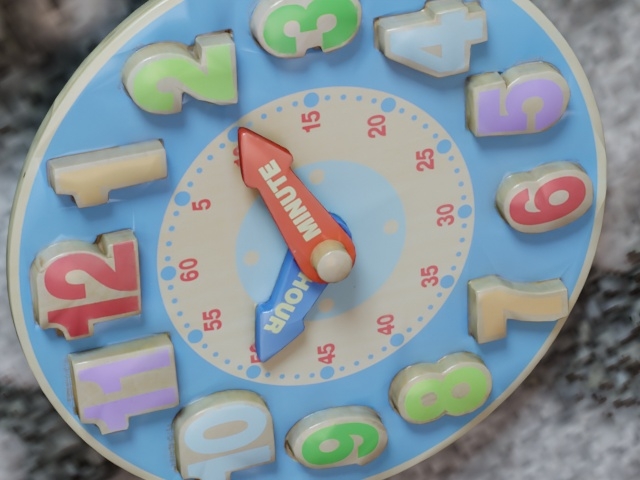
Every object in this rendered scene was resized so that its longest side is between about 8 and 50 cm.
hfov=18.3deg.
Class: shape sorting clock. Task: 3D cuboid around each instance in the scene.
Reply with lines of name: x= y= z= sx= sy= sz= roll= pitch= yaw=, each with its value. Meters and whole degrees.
shape sorting clock: x=0.000 y=0.000 z=0.651 sx=0.206 sy=0.040 sz=0.206 roll=-7 pitch=120 yaw=-13
